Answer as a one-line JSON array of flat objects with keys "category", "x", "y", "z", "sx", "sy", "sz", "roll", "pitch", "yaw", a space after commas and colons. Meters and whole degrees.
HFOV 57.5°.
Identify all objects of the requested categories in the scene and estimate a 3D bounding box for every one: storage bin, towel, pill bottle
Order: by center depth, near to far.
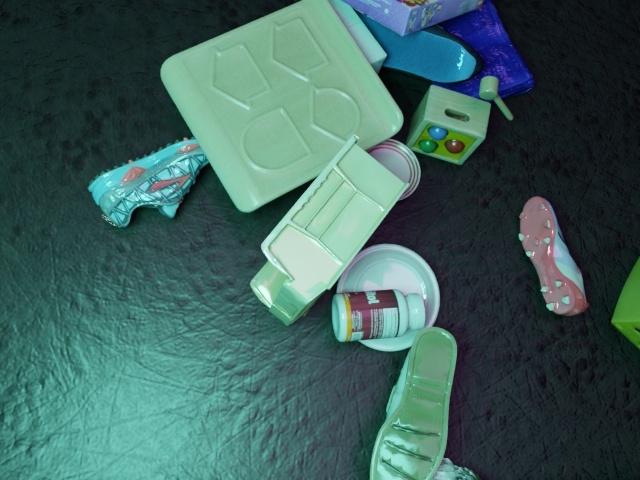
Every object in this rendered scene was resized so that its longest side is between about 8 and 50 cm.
[{"category": "storage bin", "x": 0.000, "y": 0.000, "z": 1.000, "sx": 0.123, "sy": 0.262, "sz": 0.260, "roll": 39, "pitch": 71, "yaw": 2}, {"category": "pill bottle", "x": 0.100, "y": 0.129, "z": 1.021, "sx": 0.151, "sy": 0.086, "sz": 0.086, "roll": -3, "pitch": 73, "yaw": -10}, {"category": "towel", "x": 0.320, "y": -0.442, "z": 1.290, "sx": 0.227, "sy": 0.076, "sz": 0.309, "roll": -21, "pitch": 77, "yaw": -16}]

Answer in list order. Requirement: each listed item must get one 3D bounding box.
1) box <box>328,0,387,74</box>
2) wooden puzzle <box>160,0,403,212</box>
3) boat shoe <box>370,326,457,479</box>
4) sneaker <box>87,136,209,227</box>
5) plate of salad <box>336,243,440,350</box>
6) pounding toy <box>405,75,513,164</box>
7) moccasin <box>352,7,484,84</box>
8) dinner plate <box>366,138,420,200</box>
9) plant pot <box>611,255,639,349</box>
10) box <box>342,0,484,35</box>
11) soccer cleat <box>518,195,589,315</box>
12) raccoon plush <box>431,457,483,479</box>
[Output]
[{"category": "box", "x": 0.039, "y": -0.390, "z": 1.200, "sx": 0.091, "sy": 0.130, "sz": 0.171, "roll": -30, "pitch": 79, "yaw": -18}, {"category": "wooden puzzle", "x": -0.071, "y": -0.256, "z": 1.084, "sx": 0.347, "sy": 0.080, "sz": 0.322, "roll": -30, "pitch": 81, "yaw": -11}, {"category": "boat shoe", "x": 0.168, "y": 0.305, "z": 1.006, "sx": 0.113, "sy": 0.103, "sz": 0.303, "roll": 19, "pitch": 71, "yaw": 13}, {"category": "sneaker", "x": -0.285, "y": -0.105, "z": 1.090, "sx": 0.261, "sy": 0.104, "sz": 0.125, "roll": -26, "pitch": 95, "yaw": -12}, {"category": "plate of salad", "x": 0.126, "y": 0.106, "z": 1.097, "sx": 0.199, "sy": 0.048, "sz": 0.200, "roll": 1, "pitch": 82, "yaw": -9}, {"category": "pounding toy", "x": 0.287, "y": -0.231, "z": 1.148, "sx": 0.180, "sy": 0.206, "sz": 0.094, "roll": 16, "pitch": 71, "yaw": -4}, {"category": "moccasin", "x": 0.182, "y": -0.405, "z": 1.221, "sx": 0.342, "sy": 0.138, "sz": 0.116, "roll": 40, "pitch": 34, "yaw": 26}, {"category": "dinner plate", "x": 0.135, "y": -0.143, "z": 1.196, "sx": 0.141, "sy": 0.017, "sz": 0.141, "roll": 3, "pitch": 71, "yaw": -9}, {"category": "plant pot", "x": 0.695, "y": 0.137, "z": 1.106, "sx": 0.212, "sy": 0.212, "sz": 0.187, "roll": 43, "pitch": 84, "yaw": 6}, {"category": "box", "x": 0.182, "y": -0.512, "z": 1.179, "sx": 0.201, "sy": 0.057, "sz": 0.293, "roll": 39, "pitch": 49, "yaw": 23}, {"category": "soccer cleat", "x": 0.469, "y": 0.031, "z": 1.171, "sx": 0.095, "sy": 0.083, "sz": 0.248, "roll": 7, "pitch": 63, "yaw": -38}, {"category": "raccoon plush", "x": 0.431, "y": 0.427, "z": 0.972, "sx": 0.446, "sy": 0.216, "sz": 0.299, "roll": 41, "pitch": 63, "yaw": 6}]
